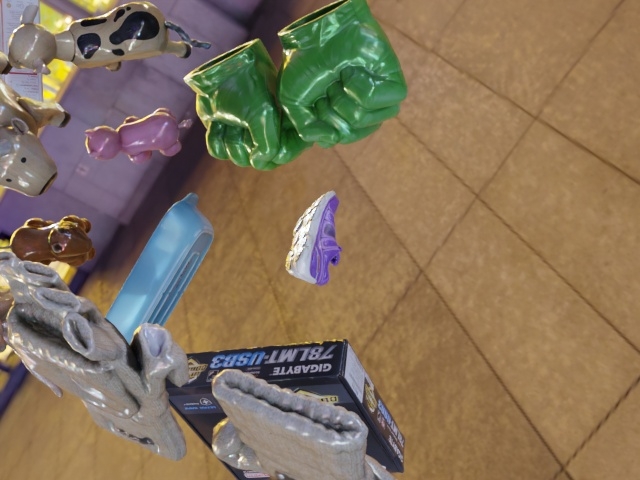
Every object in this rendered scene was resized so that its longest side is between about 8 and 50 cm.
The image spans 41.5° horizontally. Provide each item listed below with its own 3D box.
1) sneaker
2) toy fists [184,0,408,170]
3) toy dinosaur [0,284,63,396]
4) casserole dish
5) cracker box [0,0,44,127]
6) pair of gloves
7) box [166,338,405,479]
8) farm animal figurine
[{"bbox_3d":[0.000,0.000,1.210,0.068,0.071,0.170,-40,24,43],"label":"sneaker"},{"bbox_3d":[-0.031,-0.156,0.928,0.279,0.142,0.096,-14,24,39],"label":"toy fists"},{"bbox_3d":[-0.430,0.087,1.022,0.200,0.296,0.127,-71,-6,-64],"label":"toy dinosaur"},{"bbox_3d":[-0.158,0.043,0.828,0.188,0.037,0.114,-60,-4,-1],"label":"casserole dish"},{"bbox_3d":[-0.498,-0.292,1.352,0.156,0.067,0.232,8,99,55],"label":"cracker box"},{"bbox_3d":[-0.063,0.095,0.475,0.240,0.204,0.042,17,62,23],"label":"pair of gloves"},{"bbox_3d":[-0.050,0.270,1.296,0.296,0.293,0.073,-8,45,20],"label":"box"},{"bbox_3d":[-0.326,-0.136,0.920,0.330,0.327,0.172,-67,-9,8],"label":"farm animal figurine"}]
